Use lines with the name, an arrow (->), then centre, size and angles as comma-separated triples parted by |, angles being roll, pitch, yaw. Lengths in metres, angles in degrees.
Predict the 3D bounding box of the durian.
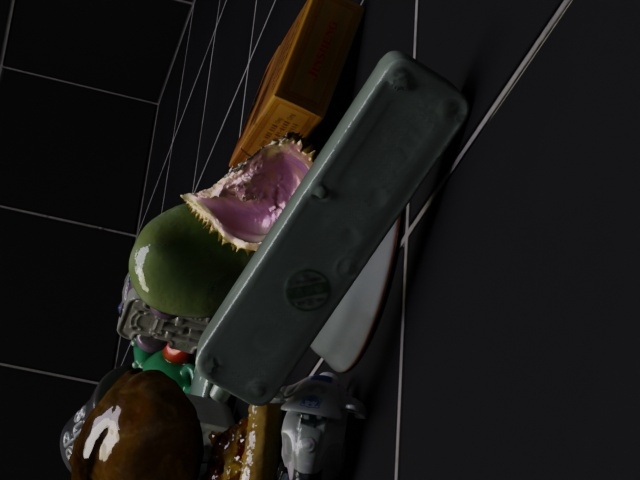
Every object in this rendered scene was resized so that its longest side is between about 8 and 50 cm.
durian -> -0.072, -0.061, 1.882 | 0.182, 0.132, 0.165 | -45, 35, 4

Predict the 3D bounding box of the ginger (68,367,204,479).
ginger -> -0.243, 0.307, 1.850 | 0.321, 0.165, 0.172 | 116, 150, -46

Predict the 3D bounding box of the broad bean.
broad bean -> -0.154, 0.018, 2.001 | 0.169, 0.228, 0.100 | 54, 158, 9

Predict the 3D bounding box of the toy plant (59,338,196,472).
toy plant -> -0.295, 0.296, 2.437 | 0.400, 0.185, 0.279 | -40, 31, 45

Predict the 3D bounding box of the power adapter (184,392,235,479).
power adapter -> -0.182, 0.307, 2.026 | 0.205, 0.125, 0.130 | -133, 58, -76

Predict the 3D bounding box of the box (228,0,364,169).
box -> -0.037, -0.202, 1.941 | 0.274, 0.076, 0.174 | 135, 158, -67

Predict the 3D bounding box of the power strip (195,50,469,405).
power strip -> 0.000, 0.000, 1.370 | 0.385, 0.091, 0.062 | -56, 14, 13

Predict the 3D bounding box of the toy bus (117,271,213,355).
toy bus -> -0.188, 0.087, 2.101 | 0.142, 0.202, 0.142 | 121, 160, -55

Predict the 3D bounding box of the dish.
dish -> 0.009, 0.009, 1.567 | 0.260, 0.085, 0.260 | -168, 90, -78

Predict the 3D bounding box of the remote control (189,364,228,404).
remote control -> -0.187, 0.311, 2.206 | 0.140, 0.056, 0.296 | -143, 65, -78

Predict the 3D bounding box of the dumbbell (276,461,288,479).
dumbbell -> -0.038, 0.288, 1.610 | 0.036, 0.040, 0.083 | -30, -40, -65

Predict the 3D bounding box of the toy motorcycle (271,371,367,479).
toy motorcycle -> -0.013, 0.229, 1.438 | 0.150, 0.102, 0.221 | 76, -156, -69

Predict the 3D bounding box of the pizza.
pizza -> -0.115, 0.320, 1.820 | 0.229, 0.081, 0.289 | -149, 71, -77
